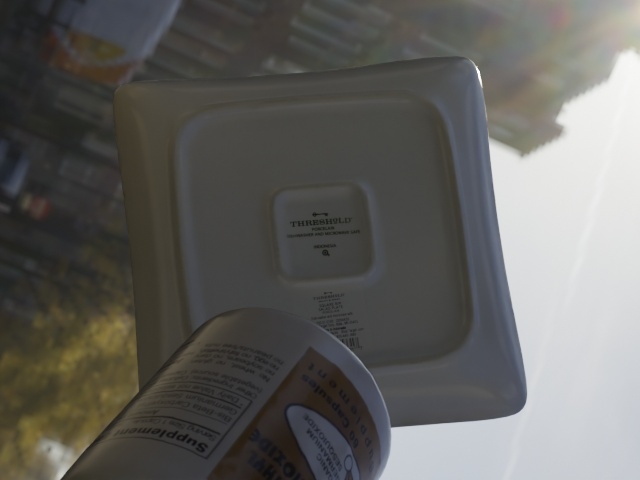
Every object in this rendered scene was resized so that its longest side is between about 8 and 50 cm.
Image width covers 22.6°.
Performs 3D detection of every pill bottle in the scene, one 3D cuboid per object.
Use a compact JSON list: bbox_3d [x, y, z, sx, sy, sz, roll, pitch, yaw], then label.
[{"bbox_3d":[-0.065,0.144,0.802,0.229,0.131,0.131,-49,172,-49],"label":"pill bottle"}]

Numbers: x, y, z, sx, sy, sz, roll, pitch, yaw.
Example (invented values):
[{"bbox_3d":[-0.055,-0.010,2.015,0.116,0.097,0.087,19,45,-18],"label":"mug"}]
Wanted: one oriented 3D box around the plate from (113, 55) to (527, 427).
[{"bbox_3d":[0.000,0.000,1.149,0.045,0.277,0.278,113,-29,-74],"label":"plate"}]
